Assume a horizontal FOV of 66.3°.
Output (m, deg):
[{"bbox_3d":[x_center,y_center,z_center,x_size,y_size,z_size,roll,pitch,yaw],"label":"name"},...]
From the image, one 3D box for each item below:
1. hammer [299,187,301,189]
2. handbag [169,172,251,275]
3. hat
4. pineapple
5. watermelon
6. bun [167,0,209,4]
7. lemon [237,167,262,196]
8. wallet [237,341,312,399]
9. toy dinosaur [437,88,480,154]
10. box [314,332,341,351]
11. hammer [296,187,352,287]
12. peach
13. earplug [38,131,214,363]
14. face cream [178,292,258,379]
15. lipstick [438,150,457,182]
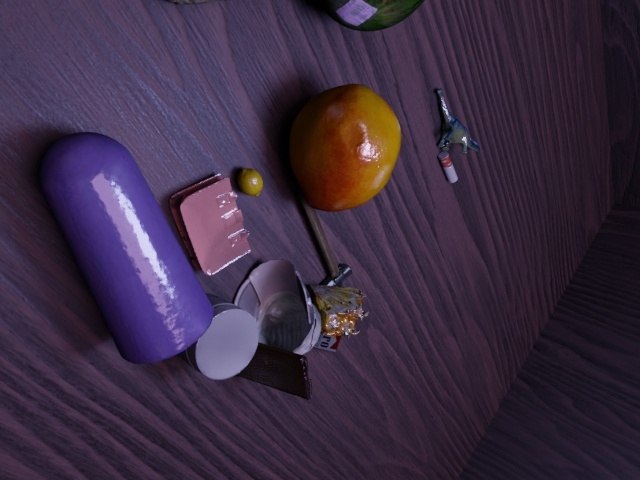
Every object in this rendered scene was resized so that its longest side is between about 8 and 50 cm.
[{"bbox_3d":[0.012,-0.157,1.439,0.182,0.017,0.062,-33,124,-34],"label":"hammer"},{"bbox_3d":[-0.258,-0.037,1.183,0.157,0.059,0.213,-33,125,-31],"label":"handbag"},{"bbox_3d":[-0.101,0.185,1.333,0.161,0.231,0.275,-44,123,-66],"label":"hat"},{"bbox_3d":[0.040,0.201,1.450,0.236,0.186,0.115,-9,122,-62],"label":"pineapple"},{"bbox_3d":[0.131,-0.690,1.168,0.363,0.363,0.364,-15,113,-40],"label":"watermelon"},{"bbox_3d":[-0.239,-0.597,0.925,0.281,0.204,0.282,-14,111,-39],"label":"bun"},{"bbox_3d":[-0.175,-0.145,1.227,0.062,0.062,0.083,-46,130,-24],"label":"lemon"},{"bbox_3d":[-0.132,0.329,1.290,0.039,0.243,0.133,-31,121,-50],"label":"wallet"},{"bbox_3d":[0.497,-0.392,1.794,0.362,0.076,0.147,34,72,-41],"label":"toy dinosaur"},{"bbox_3d":[0.035,0.261,1.575,0.115,0.035,0.178,25,85,-43],"label":"box"},{"bbox_3d":[0.000,0.000,1.452,0.111,0.043,0.366,-42,129,-26],"label":"hammer"},{"bbox_3d":[0.060,-0.228,1.265,0.289,0.288,0.308,35,74,-44],"label":"peach"},{"bbox_3d":[-0.388,0.008,0.975,0.215,0.215,0.456,-34,121,-32],"label":"earplug"},{"bbox_3d":[-0.264,0.229,1.195,0.177,0.152,0.178,-14,110,-42],"label":"face cream"},{"bbox_3d":[0.479,-0.274,1.838,0.038,0.038,0.131,-53,133,-19],"label":"lipstick"}]
